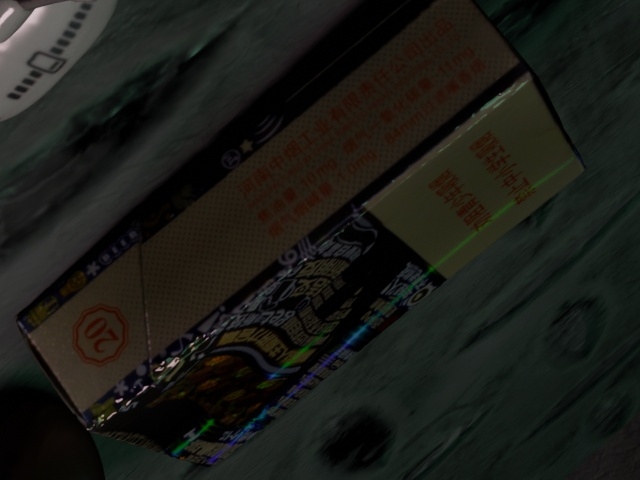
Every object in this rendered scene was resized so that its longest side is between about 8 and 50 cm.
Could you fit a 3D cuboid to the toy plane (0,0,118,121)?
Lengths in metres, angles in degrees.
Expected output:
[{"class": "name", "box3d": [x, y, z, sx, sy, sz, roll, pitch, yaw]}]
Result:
[{"class": "toy plane", "box3d": [-0.088, -0.125, 0.594, 0.255, 0.101, 0.251, -36, -160, 25]}]

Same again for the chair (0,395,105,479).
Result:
[{"class": "chair", "box3d": [-0.240, 0.302, 0.997, 0.401, 0.226, 0.226, -44, 159, 1]}]

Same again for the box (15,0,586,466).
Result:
[{"class": "box", "box3d": [0.000, 0.000, 0.989, 0.310, 0.084, 0.198, -39, 160, 6]}]
